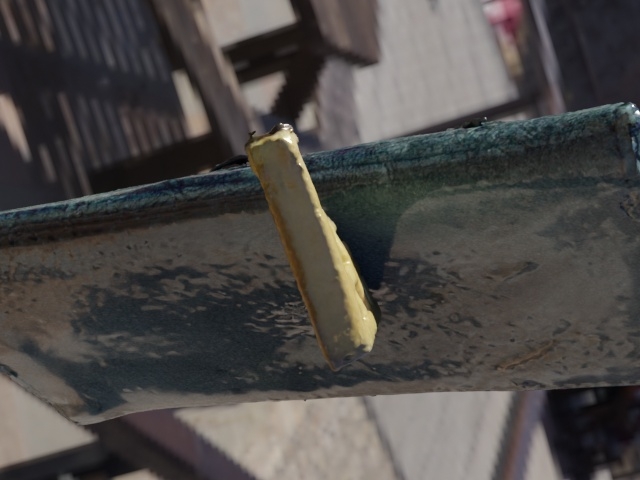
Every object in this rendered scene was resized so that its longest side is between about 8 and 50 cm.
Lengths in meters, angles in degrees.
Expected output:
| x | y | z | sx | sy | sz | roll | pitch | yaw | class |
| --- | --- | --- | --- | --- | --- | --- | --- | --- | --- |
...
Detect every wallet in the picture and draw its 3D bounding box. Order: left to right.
| x | y | z | sx | sy | sz | roll | pitch | yaw | class |
| --- | --- | --- | --- | --- | --- | --- | --- | --- | --- |
| -0.007 | 0.022 | 0.876 | 0.191 | 0.379 | 0.046 | 53 | 38 | -48 | wallet |

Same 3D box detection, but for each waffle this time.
| x | y | z | sx | sy | sz | roll | pitch | yaw | class |
| --- | --- | --- | --- | --- | --- | --- | --- | --- | --- |
| 0.000 | 0.000 | 0.776 | 0.153 | 0.023 | 0.097 | -30 | 100 | -85 | waffle |
